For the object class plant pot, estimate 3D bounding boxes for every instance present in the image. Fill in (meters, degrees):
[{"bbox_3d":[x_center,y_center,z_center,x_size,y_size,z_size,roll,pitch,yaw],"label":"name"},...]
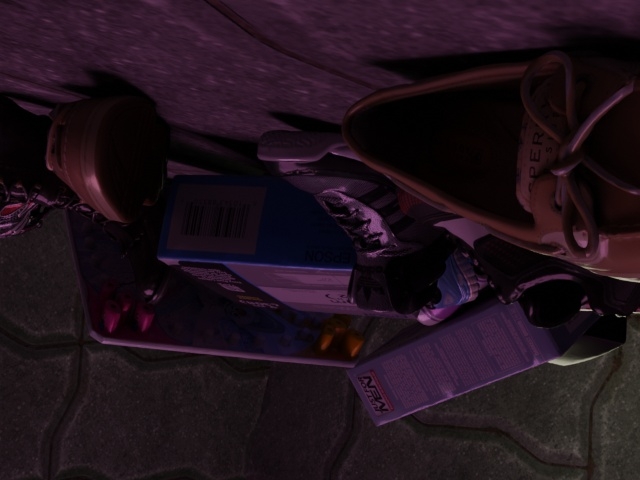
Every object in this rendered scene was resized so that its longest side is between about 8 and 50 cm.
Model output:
[{"bbox_3d":[0.457,0.124,1.835,0.188,0.187,0.167,15,165,-34],"label":"plant pot"}]

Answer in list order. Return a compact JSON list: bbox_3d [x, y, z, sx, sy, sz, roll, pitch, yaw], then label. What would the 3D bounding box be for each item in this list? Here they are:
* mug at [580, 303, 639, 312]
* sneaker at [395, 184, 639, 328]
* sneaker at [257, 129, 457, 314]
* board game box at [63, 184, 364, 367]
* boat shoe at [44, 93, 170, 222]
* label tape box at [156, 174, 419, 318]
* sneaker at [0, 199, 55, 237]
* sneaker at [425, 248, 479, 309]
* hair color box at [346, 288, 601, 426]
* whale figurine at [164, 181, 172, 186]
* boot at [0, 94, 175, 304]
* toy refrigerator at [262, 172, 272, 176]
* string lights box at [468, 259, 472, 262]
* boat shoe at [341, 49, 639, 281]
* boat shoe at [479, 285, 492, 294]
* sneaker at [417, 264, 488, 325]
[{"bbox_3d":[0.276,0.018,0.865,0.150,0.113,0.169,-12,-169,-40],"label":"mug"},{"bbox_3d":[0.155,-0.004,0.802,0.097,0.135,0.276,12,180,-40],"label":"sneaker"},{"bbox_3d":[0.044,-0.011,0.953,0.268,0.153,0.101,14,177,-40],"label":"sneaker"},{"bbox_3d":[-0.163,0.019,1.447,0.390,0.050,0.390,9,-147,-28],"label":"board game box"},{"bbox_3d":[-0.229,-0.086,1.023,0.110,0.122,0.341,12,179,-2],"label":"boat shoe"},{"bbox_3d":[-0.004,0.028,1.241,0.249,0.115,0.347,2,162,23],"label":"label tape box"},{"bbox_3d":[-0.467,-0.072,1.614,0.299,0.112,0.121,-21,-175,17],"label":"sneaker"},{"bbox_3d":[0.114,0.004,1.102,0.073,0.162,0.063,-25,-175,-8],"label":"sneaker"},{"bbox_3d":[0.240,0.160,1.583,0.374,0.114,0.185,-29,178,40],"label":"hair color box"},{"bbox_3d":[-0.274,-0.048,2.018,0.216,0.141,0.272,15,173,-35],"label":"whale figurine"},{"bbox_3d":[-0.294,-0.047,1.196,0.229,0.263,0.091,8,142,-34],"label":"boot"},{"bbox_3d":[0.037,-0.022,1.473,0.269,0.094,0.102,14,177,-43],"label":"toy refrigerator"},{"bbox_3d":[0.232,-0.001,1.143,0.133,0.077,0.259,13,178,-2],"label":"string lights box"},{"bbox_3d":[0.107,-0.041,0.511,0.089,0.105,0.285,11,179,-26],"label":"boat shoe"},{"bbox_3d":[0.313,0.071,1.772,0.130,0.132,0.355,13,179,-31],"label":"boat shoe"},{"bbox_3d":[0.245,0.031,1.573,0.102,0.161,0.282,49,-153,-4],"label":"sneaker"}]
